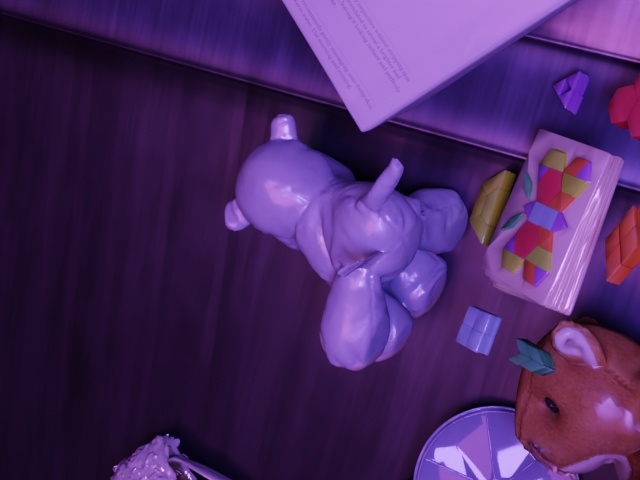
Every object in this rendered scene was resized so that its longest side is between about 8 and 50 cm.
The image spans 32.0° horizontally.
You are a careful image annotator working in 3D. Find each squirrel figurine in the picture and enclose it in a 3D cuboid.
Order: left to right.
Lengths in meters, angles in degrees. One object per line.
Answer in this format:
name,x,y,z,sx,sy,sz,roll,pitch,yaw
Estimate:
squirrel figurine,0.410,0.180,1.159,0.370,0.281,0.397,42,106,21

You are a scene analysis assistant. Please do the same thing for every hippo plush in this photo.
hippo plush,0.000,0.000,1.274,0.236,0.294,0.234,26,95,26

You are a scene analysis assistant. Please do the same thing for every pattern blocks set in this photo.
pattern blocks set,0.241,-0.023,1.165,0.285,0.026,0.325,3,76,64

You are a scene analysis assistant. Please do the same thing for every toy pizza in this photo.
toy pizza,0.214,0.302,1.364,0.201,0.032,0.201,0,90,7

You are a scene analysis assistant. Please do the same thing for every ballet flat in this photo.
ballet flat,-0.120,0.424,1.549,0.409,0.147,0.147,40,119,9

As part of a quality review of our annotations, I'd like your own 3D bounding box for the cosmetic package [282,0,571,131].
cosmetic package,0.160,-0.304,1.152,0.385,0.156,0.217,-29,92,30
